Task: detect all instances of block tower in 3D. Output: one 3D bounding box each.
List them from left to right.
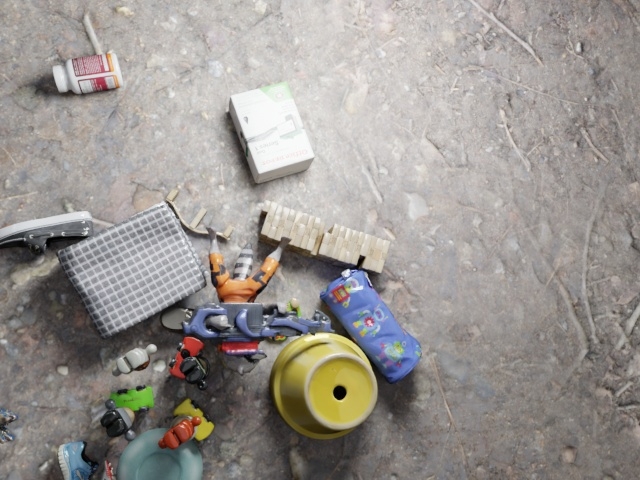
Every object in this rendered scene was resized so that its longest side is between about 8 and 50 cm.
[{"bbox_3d":[0.000,0.000,1.439,0.336,0.091,0.097,20,76,-8],"label":"block tower"}]

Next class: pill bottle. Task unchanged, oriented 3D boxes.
[{"bbox_3d":[-0.576,-0.412,1.391,0.152,0.086,0.086,-13,83,-15],"label":"pill bottle"}]

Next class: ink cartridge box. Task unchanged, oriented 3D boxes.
[{"bbox_3d":[-0.127,-0.279,1.461,0.160,0.092,0.219,-20,84,-14],"label":"ink cartridge box"}]

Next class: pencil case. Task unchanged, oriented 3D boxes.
[{"bbox_3d":[0.132,0.208,1.413,0.133,0.119,0.306,-38,90,-2],"label":"pencil case"}]

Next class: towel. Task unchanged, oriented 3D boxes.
[{"bbox_3d":[-0.427,0.064,1.304,0.284,0.121,0.235,-29,97,-16],"label":"towel"}]

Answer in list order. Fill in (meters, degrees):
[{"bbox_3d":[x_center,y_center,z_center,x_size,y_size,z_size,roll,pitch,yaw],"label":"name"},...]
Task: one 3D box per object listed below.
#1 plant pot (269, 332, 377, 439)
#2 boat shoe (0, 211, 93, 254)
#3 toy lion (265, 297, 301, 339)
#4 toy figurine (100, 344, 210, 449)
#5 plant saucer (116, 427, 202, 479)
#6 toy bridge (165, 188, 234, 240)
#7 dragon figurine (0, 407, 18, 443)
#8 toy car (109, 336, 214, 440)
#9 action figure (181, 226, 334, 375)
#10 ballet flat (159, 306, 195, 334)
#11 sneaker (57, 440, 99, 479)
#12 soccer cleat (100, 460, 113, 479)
[{"bbox_3d":[0.019,0.342,1.304,0.254,0.239,0.254,2,80,-11],"label":"plant pot"},{"bbox_3d":[-0.648,-0.005,1.311,0.229,0.080,0.076,-15,82,-22],"label":"boat shoe"},{"bbox_3d":[-0.096,0.201,1.414,0.100,0.034,0.096,-11,89,-14],"label":"toy lion"},{"bbox_3d":[-0.355,0.337,1.223,0.210,0.148,0.213,9,80,-4],"label":"toy figurine"},{"bbox_3d":[-0.370,0.535,1.288,0.195,0.037,0.194,2,80,-11],"label":"plant saucer"},{"bbox_3d":[-0.309,-0.053,1.414,0.188,0.026,0.063,34,77,-5],"label":"toy bridge"},{"bbox_3d":[-0.803,0.400,1.193,0.289,0.144,0.085,0,81,7],"label":"dragon figurine"},{"bbox_3d":[-0.374,0.358,1.311,0.225,0.053,0.239,-8,81,-13],"label":"toy car"},{"bbox_3d":[-0.145,0.152,1.317,0.341,0.178,0.330,10,75,-15],"label":"action figure"},{"bbox_3d":[-0.266,0.211,1.366,0.250,0.058,0.084,11,67,-15],"label":"ballet flat"},{"bbox_3d":[-0.527,0.524,1.243,0.073,0.063,0.162,-17,84,-18],"label":"sneaker"},{"bbox_3d":[-0.485,0.542,1.266,0.036,0.029,0.083,-10,87,-18],"label":"soccer cleat"}]
